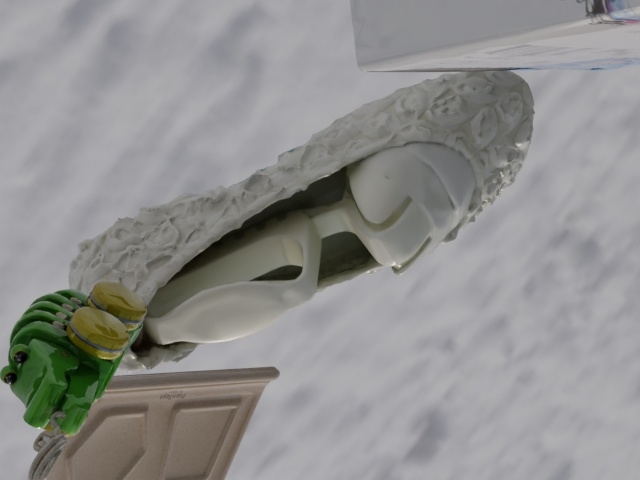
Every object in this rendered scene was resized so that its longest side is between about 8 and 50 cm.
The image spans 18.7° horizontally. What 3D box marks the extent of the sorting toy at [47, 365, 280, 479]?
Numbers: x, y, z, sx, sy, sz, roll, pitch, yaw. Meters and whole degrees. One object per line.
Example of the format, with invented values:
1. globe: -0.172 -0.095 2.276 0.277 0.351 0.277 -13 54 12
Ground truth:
1. sorting toy: -0.136 0.168 1.335 0.193 0.038 0.208 1 122 -51

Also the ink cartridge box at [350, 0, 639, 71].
1. ink cartridge box: 0.145 -0.166 0.787 0.171 0.232 0.168 -4 88 -44

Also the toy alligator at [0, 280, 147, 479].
1. toy alligator: -0.123 0.057 0.892 0.056 0.051 0.190 -61 -178 19

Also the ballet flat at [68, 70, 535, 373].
1. ballet flat: 0.000 0.000 1.531 0.408 0.147 0.147 -25 156 -2
